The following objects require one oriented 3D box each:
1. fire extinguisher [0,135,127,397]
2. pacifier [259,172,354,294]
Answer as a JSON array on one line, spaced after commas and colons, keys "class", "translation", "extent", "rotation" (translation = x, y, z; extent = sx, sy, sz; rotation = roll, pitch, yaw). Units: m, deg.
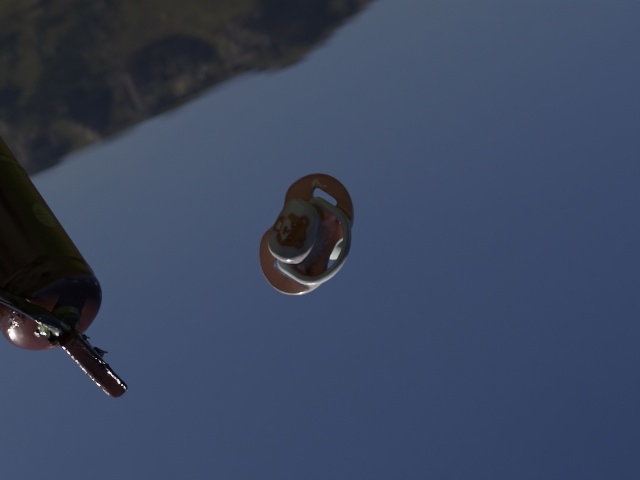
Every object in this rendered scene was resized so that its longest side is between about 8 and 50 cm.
[{"class": "fire extinguisher", "translation": [-0.273, 0.007, 1.660], "extent": [0.105, 0.141, 0.341], "rotation": [-44, -128, 7]}, {"class": "pacifier", "translation": [0.000, 0.000, 1.466], "extent": [0.081, 0.099, 0.078], "rotation": [35, -171, 31]}]
